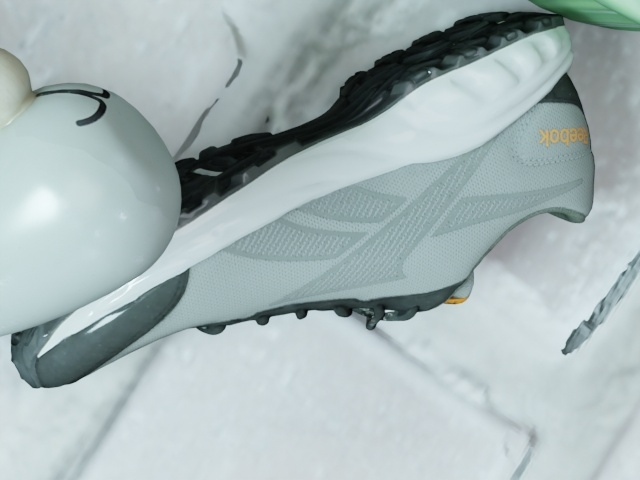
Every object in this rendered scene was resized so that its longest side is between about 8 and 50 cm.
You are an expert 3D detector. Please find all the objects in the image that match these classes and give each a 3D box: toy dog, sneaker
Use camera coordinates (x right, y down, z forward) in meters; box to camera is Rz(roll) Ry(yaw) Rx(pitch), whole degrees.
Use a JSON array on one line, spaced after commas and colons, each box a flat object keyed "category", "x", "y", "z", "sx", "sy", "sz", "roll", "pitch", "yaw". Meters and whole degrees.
[{"category": "toy dog", "x": -0.231, "y": 0.008, "z": 0.647, "sx": 0.334, "sy": 0.220, "sz": 0.161, "roll": -35, "pitch": 117, "yaw": -10}, {"category": "sneaker", "x": 0.000, "y": 0.000, "z": 0.788, "sx": 0.271, "sy": 0.100, "sz": 0.108, "roll": -26, "pitch": 105, "yaw": -13}]

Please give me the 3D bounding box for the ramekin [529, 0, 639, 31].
[{"category": "ramekin", "x": 0.162, "y": -0.226, "z": 0.793, "sx": 0.303, "sy": 0.148, "sz": 0.303, "roll": -1, "pitch": 93, "yaw": -16}]
